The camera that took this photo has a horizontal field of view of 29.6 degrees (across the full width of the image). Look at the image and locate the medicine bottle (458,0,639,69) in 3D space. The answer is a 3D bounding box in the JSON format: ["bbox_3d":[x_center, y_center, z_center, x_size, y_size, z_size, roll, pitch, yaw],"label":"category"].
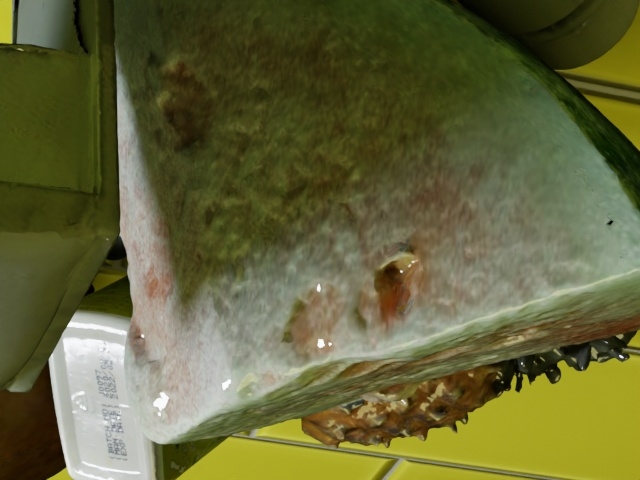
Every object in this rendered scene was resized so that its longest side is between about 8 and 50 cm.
[{"bbox_3d":[0.094,-0.143,0.580,0.080,0.080,0.130,-18,144,33],"label":"medicine bottle"}]

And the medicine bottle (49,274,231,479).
[{"bbox_3d":[-0.105,0.085,0.888,0.088,0.188,0.132,3,108,28],"label":"medicine bottle"}]

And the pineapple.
[{"bbox_3d":[0.113,0.063,0.899,0.278,0.158,0.158,-10,149,1],"label":"pineapple"}]

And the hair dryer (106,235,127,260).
[{"bbox_3d":[-0.090,-0.015,0.855,0.195,0.078,0.248,23,155,-30],"label":"hair dryer"}]

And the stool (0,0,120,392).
[{"bbox_3d":[-0.223,-0.087,0.499,0.243,0.270,0.170,6,151,-24],"label":"stool"}]

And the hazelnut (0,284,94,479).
[{"bbox_3d":[-0.265,0.087,0.919,0.229,0.229,0.229,3,150,2],"label":"hazelnut"}]

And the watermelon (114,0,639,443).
[{"bbox_3d":[0.000,0.000,0.615,0.387,0.258,0.228,28,174,34],"label":"watermelon"}]
